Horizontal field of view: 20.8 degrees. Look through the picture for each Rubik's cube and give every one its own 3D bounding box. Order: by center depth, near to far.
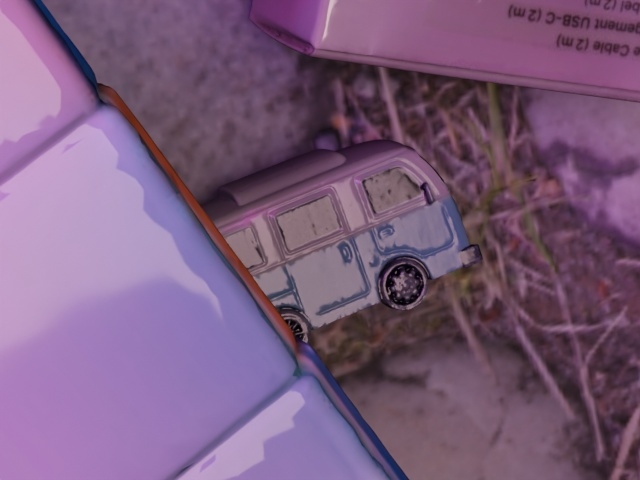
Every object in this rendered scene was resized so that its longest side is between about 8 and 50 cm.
[{"bbox_3d":[-0.183,0.061,0.570,0.291,0.291,0.290,-39,111,-10],"label":"Rubik's cube"}]

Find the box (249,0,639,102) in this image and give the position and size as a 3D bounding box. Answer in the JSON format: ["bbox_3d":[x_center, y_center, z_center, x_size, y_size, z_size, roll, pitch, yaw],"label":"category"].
[{"bbox_3d":[0.096,-0.191,0.721,0.203,0.106,0.252,4,104,-22],"label":"box"}]

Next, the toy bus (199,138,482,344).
[{"bbox_3d":[0.000,0.000,0.756,0.123,0.060,0.075,-22,103,-14],"label":"toy bus"}]
